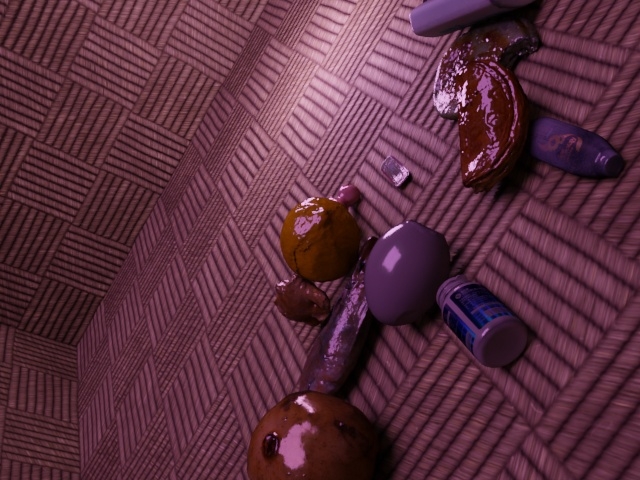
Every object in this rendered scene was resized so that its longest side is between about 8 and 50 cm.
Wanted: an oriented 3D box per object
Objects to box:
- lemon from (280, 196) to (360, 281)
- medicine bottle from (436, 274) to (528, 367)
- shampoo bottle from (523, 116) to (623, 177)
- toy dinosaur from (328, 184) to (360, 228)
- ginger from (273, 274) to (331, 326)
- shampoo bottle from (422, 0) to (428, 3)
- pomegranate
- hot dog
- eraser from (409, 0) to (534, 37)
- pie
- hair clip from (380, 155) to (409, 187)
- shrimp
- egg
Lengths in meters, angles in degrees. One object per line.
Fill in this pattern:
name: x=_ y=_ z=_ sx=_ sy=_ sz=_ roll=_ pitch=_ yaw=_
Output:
lemon: x=0.000 y=0.000 z=1.681 sx=0.260 sy=0.204 sz=0.204 roll=87 pitch=-172 yaw=-59
medicine bottle: x=0.299 y=0.147 z=1.290 sx=0.107 sy=0.107 sz=0.191 roll=-57 pitch=29 yaw=13
shampoo bottle: x=0.479 y=-0.175 z=1.301 sx=0.087 sy=0.049 sz=0.233 roll=-66 pitch=28 yaw=14
toy dinosaur: x=0.056 y=-0.062 z=1.872 sx=0.177 sy=0.152 sz=0.194 roll=-33 pitch=25 yaw=-2
ginger: x=-0.050 y=0.161 z=1.780 sx=0.216 sy=0.157 sz=0.102 roll=111 pitch=180 yaw=-62
shampoo bottle: x=0.354 y=-0.769 z=1.944 sx=0.098 sy=0.071 sz=0.309 roll=-24 pitch=49 yaw=51
pomegranate: x=-0.017 y=0.454 z=1.423 sx=0.281 sy=0.281 sz=0.281 roll=-38 pitch=38 yaw=39
hot dog: x=0.354 y=-0.236 z=1.430 sx=0.196 sy=0.122 sz=0.272 roll=134 pitch=132 yaw=-75
eraser: x=0.377 y=-0.584 z=1.658 sx=0.189 sy=0.104 sz=0.290 roll=-27 pitch=14 yaw=-28
pie: x=0.382 y=-0.410 z=1.626 sx=0.302 sy=0.067 sz=0.302 roll=-39 pitch=37 yaw=38
hair clip: x=0.199 y=-0.180 z=1.794 sx=0.054 sy=0.022 sz=0.137 roll=-55 pitch=30 yaw=15
shrimp: x=0.065 y=0.203 z=1.653 sx=0.445 sy=0.110 sz=0.221 roll=-62 pitch=12 yaw=6
egg: x=0.183 y=0.074 z=1.466 sx=0.176 sy=0.176 sz=0.232 roll=27 pitch=93 yaw=61
